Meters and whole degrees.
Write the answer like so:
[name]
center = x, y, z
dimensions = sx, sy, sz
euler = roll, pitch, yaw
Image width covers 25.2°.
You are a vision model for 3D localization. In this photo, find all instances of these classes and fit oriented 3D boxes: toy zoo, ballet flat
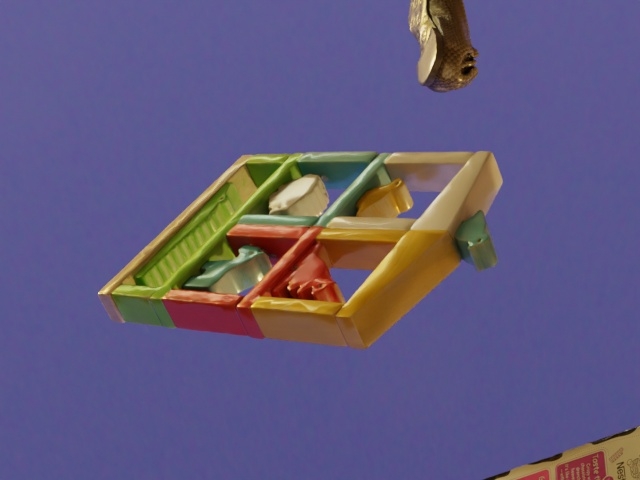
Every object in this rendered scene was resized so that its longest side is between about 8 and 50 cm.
[toy zoo]
center = 0.000, 0.000, 1.032
dimensions = 0.293, 0.030, 0.192
euler = 3, -142, 41
[ballet flat]
center = 0.135, -0.236, 1.535
dimensions = 0.058, 0.084, 0.250
euler = 14, -144, -10

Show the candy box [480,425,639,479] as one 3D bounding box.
[candy box]
center = 0.176, 0.196, 0.869
dimensions = 0.233, 0.159, 0.071
euler = -25, -140, 26
